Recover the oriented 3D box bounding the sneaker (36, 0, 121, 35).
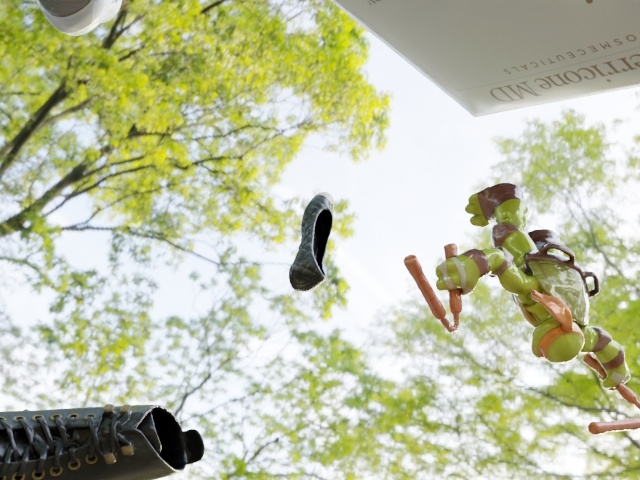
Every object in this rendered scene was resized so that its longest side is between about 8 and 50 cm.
[{"bbox_3d":[-0.294,-0.326,0.934,0.105,0.290,0.123,-24,-45,4],"label":"sneaker"}]

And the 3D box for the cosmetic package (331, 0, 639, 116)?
[{"bbox_3d":[0.188,-0.378,0.703,0.393,0.328,0.329,31,-14,-27],"label":"cosmetic package"}]

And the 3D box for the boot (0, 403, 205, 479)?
[{"bbox_3d":[-0.164,0.108,0.389,0.137,0.077,0.198,-17,-22,10],"label":"boot"}]

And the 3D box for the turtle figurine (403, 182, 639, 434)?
[{"bbox_3d":[0.182,0.032,0.623,0.269,0.217,0.087,30,-61,-16],"label":"turtle figurine"}]

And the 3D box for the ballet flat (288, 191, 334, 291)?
[{"bbox_3d":[0.000,0.000,0.929,0.049,0.173,0.057,-12,-49,24],"label":"ballet flat"}]

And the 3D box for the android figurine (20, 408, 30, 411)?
[{"bbox_3d":[-0.422,0.231,0.760,0.272,0.056,0.248,-29,-44,27],"label":"android figurine"}]
